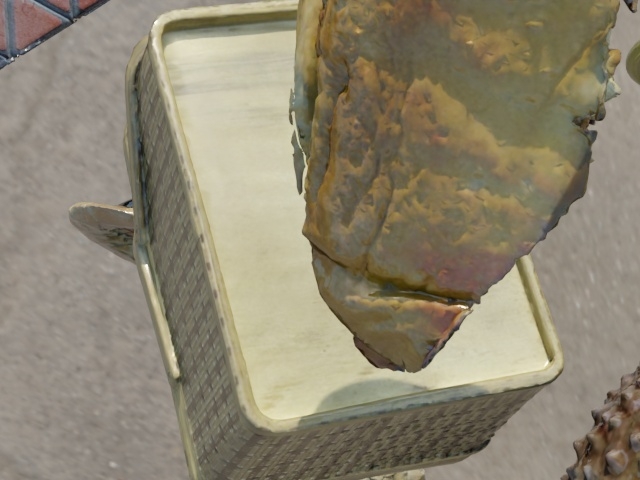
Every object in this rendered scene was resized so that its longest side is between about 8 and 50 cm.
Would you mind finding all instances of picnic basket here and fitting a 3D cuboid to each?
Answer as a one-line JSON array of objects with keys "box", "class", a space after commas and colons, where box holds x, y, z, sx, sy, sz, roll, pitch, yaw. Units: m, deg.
[{"box": [0.000, 0.000, 1.031, 0.228, 0.175, 0.313, -8, 68, -19], "class": "picnic basket"}]

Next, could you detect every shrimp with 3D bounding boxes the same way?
[{"box": [-0.119, 0.005, 1.359, 0.152, 0.219, 0.046, -15, 55, 59], "class": "shrimp"}]

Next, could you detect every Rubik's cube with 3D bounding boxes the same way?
[{"box": [-0.331, -0.281, 1.496, 0.211, 0.178, 0.190, -31, 109, -17], "class": "Rubik's cube"}]

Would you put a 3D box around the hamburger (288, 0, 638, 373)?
[{"box": [0.070, -0.092, 0.763, 0.282, 0.155, 0.245, -35, 99, 20], "class": "hamburger"}]

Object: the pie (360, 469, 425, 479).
[{"box": [0.030, 0.302, 1.619, 0.195, 0.195, 0.046, -40, 69, 0], "class": "pie"}]

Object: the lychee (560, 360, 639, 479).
[{"box": [0.296, 0.173, 0.900, 0.300, 0.300, 0.300, -5, 70, 14], "class": "lychee"}]

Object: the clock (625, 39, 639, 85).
[{"box": [0.415, -0.193, 1.455, 0.237, 0.237, 0.057, -2, 74, 16], "class": "clock"}]
